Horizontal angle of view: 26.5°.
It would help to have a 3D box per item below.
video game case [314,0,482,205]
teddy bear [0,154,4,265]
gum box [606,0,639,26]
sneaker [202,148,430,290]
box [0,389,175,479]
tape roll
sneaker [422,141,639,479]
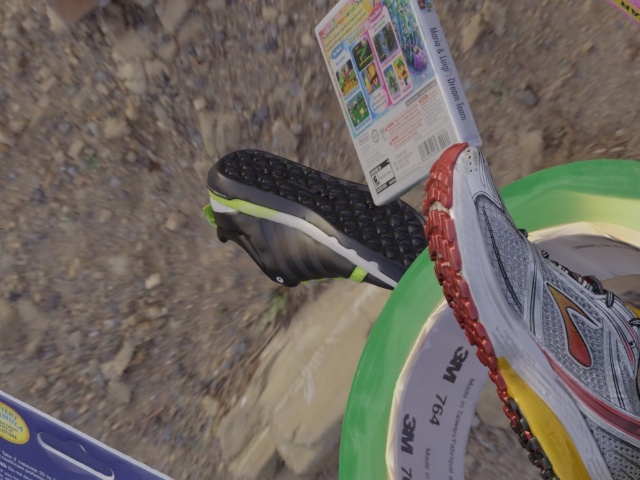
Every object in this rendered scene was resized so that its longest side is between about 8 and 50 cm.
[{"bbox_3d":[0.050,-0.109,0.936,0.019,0.157,0.143,-16,84,-22],"label":"video game case"},{"bbox_3d":[-0.421,-0.056,1.240,0.338,0.113,0.245,28,122,20],"label":"teddy bear"},{"bbox_3d":[0.181,-0.196,0.794,0.062,0.107,0.188,-40,65,-12],"label":"gum box"},{"bbox_3d":[0.000,0.000,1.159,0.234,0.084,0.097,27,130,27],"label":"sneaker"},{"bbox_3d":[-0.117,0.176,0.721,0.136,0.036,0.225,23,129,23],"label":"box"},{"bbox_3d":[0.153,0.113,0.808,0.077,0.321,0.321,28,88,-41],"label":"tape roll"},{"bbox_3d":[0.129,0.043,0.769,0.092,0.088,0.225,-29,101,-2],"label":"sneaker"}]
